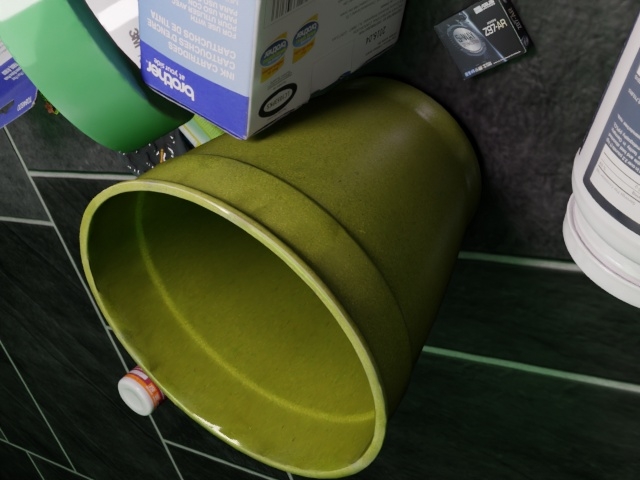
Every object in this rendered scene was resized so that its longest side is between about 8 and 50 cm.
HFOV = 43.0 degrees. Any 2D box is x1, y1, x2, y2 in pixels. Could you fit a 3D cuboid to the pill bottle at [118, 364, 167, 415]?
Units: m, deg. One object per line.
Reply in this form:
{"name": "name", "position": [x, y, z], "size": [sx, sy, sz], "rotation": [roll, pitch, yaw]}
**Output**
{"name": "pill bottle", "position": [-0.302, 0.253, 1.542], "size": [0.086, 0.152, 0.086], "rotation": [24, 135, 26]}

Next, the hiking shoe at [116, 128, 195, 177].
{"name": "hiking shoe", "position": [-0.202, -0.108, 1.184], "size": [0.113, 0.132, 0.304], "rotation": [-38, 70, 11]}

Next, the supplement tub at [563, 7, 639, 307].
{"name": "supplement tub", "position": [0.323, -0.088, 0.662], "size": [0.191, 0.191, 0.272], "rotation": [30, 138, 20]}

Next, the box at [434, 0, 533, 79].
{"name": "box", "position": [0.167, -0.211, 0.837], "size": [0.083, 0.018, 0.067], "rotation": [-17, 110, 48]}

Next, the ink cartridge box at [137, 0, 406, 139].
{"name": "ink cartridge box", "position": [-0.030, -0.280, 0.759], "size": [0.151, 0.270, 0.395], "rotation": [31, 138, 23]}

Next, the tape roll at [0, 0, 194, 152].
{"name": "tape roll", "position": [-0.252, -0.253, 0.872], "size": [0.077, 0.321, 0.321], "rotation": [-26, 106, 12]}

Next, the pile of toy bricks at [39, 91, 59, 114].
{"name": "pile of toy bricks", "position": [-0.387, -0.232, 1.254], "size": [0.212, 0.105, 0.118], "rotation": [52, 141, -5]}

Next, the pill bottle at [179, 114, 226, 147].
{"name": "pill bottle", "position": [-0.140, -0.171, 1.082], "size": [0.184, 0.103, 0.103], "rotation": [50, 141, -2]}

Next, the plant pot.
{"name": "plant pot", "position": [0.000, 0.000, 0.893], "size": [0.367, 0.353, 0.366], "rotation": [24, 139, 24]}

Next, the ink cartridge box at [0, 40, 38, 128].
{"name": "ink cartridge box", "position": [-0.483, -0.282, 1.232], "size": [0.223, 0.045, 0.223], "rotation": [-15, 67, 44]}
